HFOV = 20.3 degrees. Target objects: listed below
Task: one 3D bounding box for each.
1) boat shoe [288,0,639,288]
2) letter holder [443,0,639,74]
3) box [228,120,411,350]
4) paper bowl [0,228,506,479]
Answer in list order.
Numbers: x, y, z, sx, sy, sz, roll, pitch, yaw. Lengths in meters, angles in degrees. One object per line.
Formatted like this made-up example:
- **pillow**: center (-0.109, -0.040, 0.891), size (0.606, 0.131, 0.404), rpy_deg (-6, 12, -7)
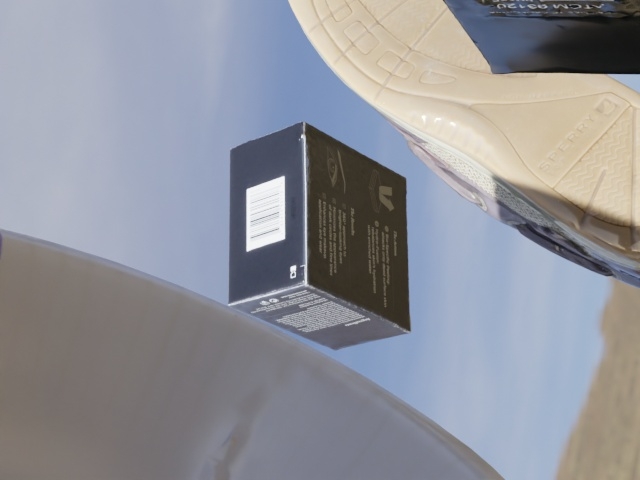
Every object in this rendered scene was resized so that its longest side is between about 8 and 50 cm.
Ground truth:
- **boat shoe**: center (0.089, -0.065, 0.923), size (0.103, 0.285, 0.092), rpy_deg (-42, -31, -15)
- **letter holder**: center (0.204, -0.184, 0.675), size (0.152, 0.302, 0.214), rpy_deg (33, -119, -69)
- **box**: center (0.000, 0.000, 1.603), size (0.158, 0.093, 0.156), rpy_deg (26, -124, -46)
- **paper bowl**: center (-0.076, 0.111, 0.507), size (0.148, 0.284, 0.284), rpy_deg (-68, -12, 12)
